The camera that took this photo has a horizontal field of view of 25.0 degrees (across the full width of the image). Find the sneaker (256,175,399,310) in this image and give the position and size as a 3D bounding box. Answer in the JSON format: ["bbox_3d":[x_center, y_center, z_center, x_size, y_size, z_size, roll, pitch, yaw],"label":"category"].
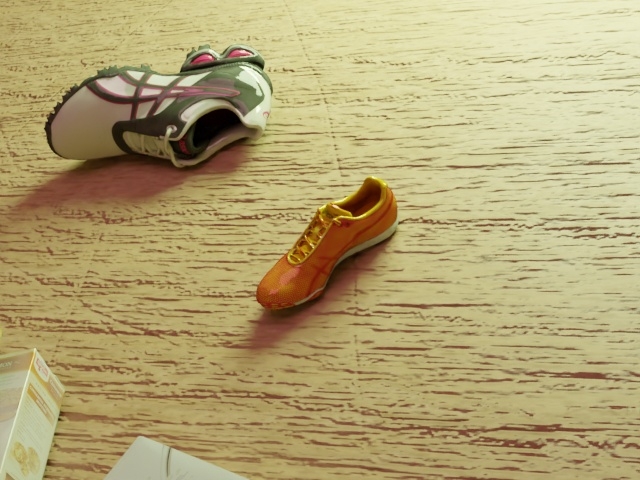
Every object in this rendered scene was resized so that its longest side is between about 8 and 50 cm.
[{"bbox_3d":[0.000,0.000,1.402,0.175,0.067,0.064,-42,44,-19],"label":"sneaker"}]

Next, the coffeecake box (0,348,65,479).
[{"bbox_3d":[-0.331,0.200,1.339,0.142,0.068,0.185,-13,40,16],"label":"coffeecake box"}]

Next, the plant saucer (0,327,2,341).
[{"bbox_3d":[-0.486,0.210,1.323,0.332,0.081,0.333,-13,42,35],"label":"plant saucer"}]

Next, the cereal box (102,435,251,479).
[{"bbox_3d":[-0.110,0.265,1.171,0.240,0.047,0.173,14,52,37],"label":"cereal box"}]

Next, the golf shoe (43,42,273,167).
[{"bbox_3d":[-0.186,-0.138,1.627,0.272,0.105,0.120,-17,47,9],"label":"golf shoe"}]
